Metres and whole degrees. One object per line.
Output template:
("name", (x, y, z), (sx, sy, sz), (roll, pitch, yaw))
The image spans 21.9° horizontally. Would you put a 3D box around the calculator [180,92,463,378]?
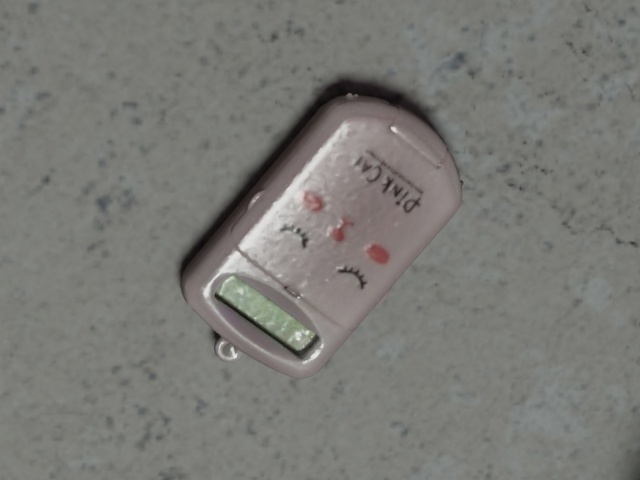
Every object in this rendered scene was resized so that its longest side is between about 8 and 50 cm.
("calculator", (0.000, 0.000, 0.911), (0.100, 0.032, 0.175), (37, 98, -23))
